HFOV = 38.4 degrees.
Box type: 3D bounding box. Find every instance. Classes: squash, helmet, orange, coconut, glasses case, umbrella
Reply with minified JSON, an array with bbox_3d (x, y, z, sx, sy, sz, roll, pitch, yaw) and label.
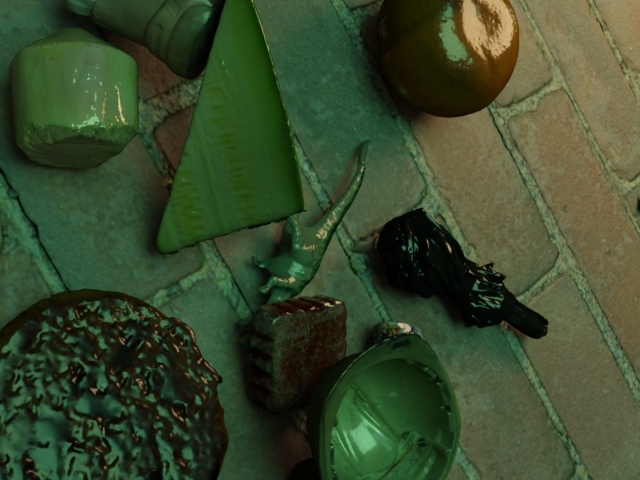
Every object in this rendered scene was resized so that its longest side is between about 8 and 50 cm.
[{"bbox_3d":[-0.135,-0.150,1.110,0.111,0.203,0.289,-75,148,-76],"label":"squash"},{"bbox_3d":[0.051,0.207,1.121,0.204,0.137,0.258,-34,123,-23],"label":"helmet"},{"bbox_3d":[0.188,-0.302,1.395,0.240,0.171,0.240,7,77,-32],"label":"orange"},{"bbox_3d":[-0.282,-0.169,1.054,0.147,0.147,0.153,3,73,-34],"label":"coconut"},{"bbox_3d":[0.103,0.233,1.247,0.087,0.065,0.248,13,71,-31],"label":"glasses case"},{"bbox_3d":[0.220,0.067,1.365,0.340,0.118,0.118,29,62,-31],"label":"umbrella"}]

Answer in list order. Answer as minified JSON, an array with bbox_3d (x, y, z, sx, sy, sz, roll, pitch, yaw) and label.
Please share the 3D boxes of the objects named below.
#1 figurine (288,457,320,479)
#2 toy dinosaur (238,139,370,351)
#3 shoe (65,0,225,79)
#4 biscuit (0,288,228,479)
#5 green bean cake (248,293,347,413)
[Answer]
[{"bbox_3d":[-0.002,0.399,1.102,0.143,0.143,0.271,27,38,-26],"label":"figurine"},{"bbox_3d":[-0.019,-0.033,1.226,0.383,0.076,0.129,-58,138,-24],"label":"toy dinosaur"},{"bbox_3d":[-0.182,-0.378,1.167,0.198,0.172,0.351,22,49,-7],"label":"shoe"},{"bbox_3d":[-0.243,0.219,1.008,0.289,0.081,0.334,24,60,-26],"label":"biscuit"},{"bbox_3d":[-0.030,0.141,1.165,0.135,0.056,0.135,-8,107,-42],"label":"green bean cake"}]
